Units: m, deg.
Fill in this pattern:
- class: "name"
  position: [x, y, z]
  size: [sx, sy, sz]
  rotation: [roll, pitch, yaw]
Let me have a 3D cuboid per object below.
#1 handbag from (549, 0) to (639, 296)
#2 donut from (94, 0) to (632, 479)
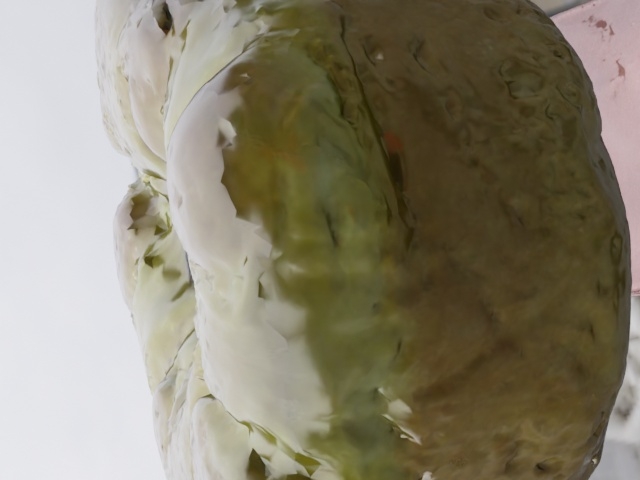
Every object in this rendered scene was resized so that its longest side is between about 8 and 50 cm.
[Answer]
- class: "handbag"
  position: [0.240, -0.074, 0.912]
  size: [0.059, 0.157, 0.212]
  rotation: [-6, -97, -41]
- class: "donut"
  position: [0.000, 0.000, 0.444]
  size: [0.261, 0.128, 0.208]
  rotation: [-120, 26, -58]
